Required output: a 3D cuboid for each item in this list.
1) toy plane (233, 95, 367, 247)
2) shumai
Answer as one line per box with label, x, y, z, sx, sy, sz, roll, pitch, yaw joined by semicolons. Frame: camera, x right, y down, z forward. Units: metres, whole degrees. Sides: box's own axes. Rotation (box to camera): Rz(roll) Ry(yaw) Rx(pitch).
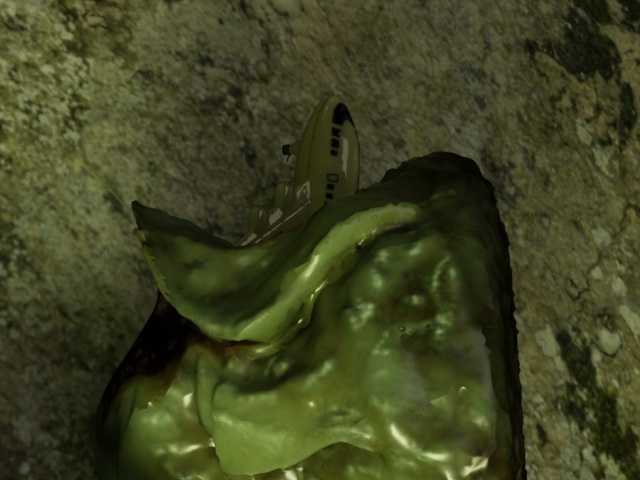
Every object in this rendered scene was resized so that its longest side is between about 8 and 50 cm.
toy plane;0.000;0.000;1.634;0.241;0.104;0.256;5;77;-35
shumai;-0.008;0.126;1.426;0.348;0.395;0.395;-9;66;1
